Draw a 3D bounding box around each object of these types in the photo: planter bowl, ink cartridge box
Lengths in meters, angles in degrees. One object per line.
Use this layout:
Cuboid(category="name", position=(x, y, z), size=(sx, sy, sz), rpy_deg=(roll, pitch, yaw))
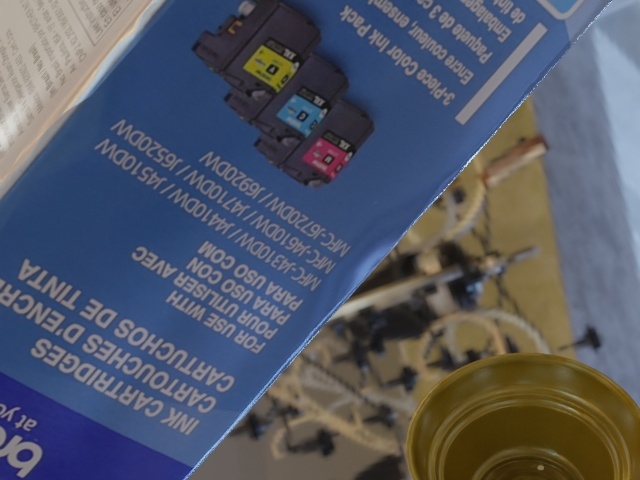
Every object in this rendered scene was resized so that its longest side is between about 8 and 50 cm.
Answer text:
Cuboid(category="planter bowl", position=(0.187, 0.212, 1.357), size=(0.217, 0.217, 0.090), rpy_deg=(-79, -12, -45))
Cuboid(category="ink cartridge box", position=(-0.083, -0.068, 0.618), size=(0.151, 0.395, 0.270), rpy_deg=(37, -170, -34))
